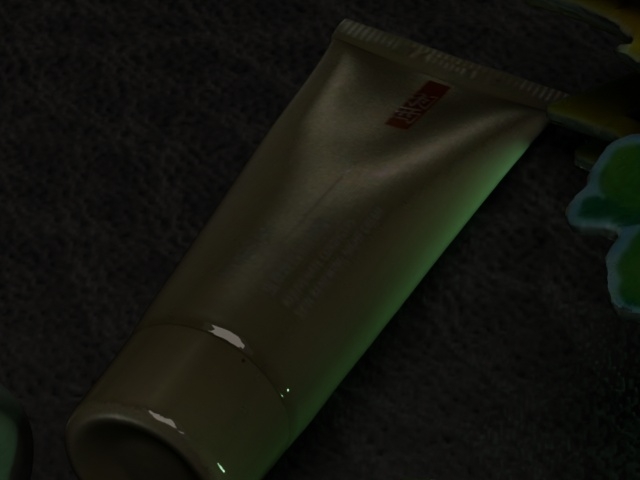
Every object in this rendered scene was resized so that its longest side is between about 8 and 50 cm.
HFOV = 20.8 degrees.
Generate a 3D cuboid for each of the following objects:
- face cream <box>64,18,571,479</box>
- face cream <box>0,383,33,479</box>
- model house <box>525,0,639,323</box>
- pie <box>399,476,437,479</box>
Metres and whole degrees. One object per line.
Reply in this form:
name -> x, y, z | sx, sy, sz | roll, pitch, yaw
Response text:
face cream -> 0.000, 0.000, 0.839 | 0.137, 0.084, 0.341 | 20, 45, 17
face cream -> -0.227, 0.091, 0.707 | 0.153, 0.177, 0.177 | 36, 61, 24
model house -> 0.239, -0.034, 0.789 | 0.312, 0.242, 0.358 | -1, 40, 24
pie -> 0.034, 0.222, 0.672 | 0.306, 0.071, 0.306 | -2, 53, 2
